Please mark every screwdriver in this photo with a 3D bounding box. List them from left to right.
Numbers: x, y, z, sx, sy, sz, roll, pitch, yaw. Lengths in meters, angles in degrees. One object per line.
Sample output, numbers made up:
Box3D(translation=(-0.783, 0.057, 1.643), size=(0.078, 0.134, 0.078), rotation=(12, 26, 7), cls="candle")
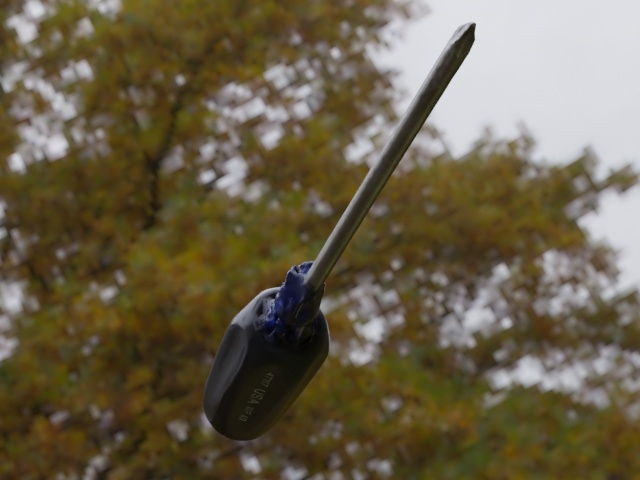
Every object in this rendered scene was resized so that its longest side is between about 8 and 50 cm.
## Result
Box3D(translation=(0.000, 0.000, 0.423), size=(0.024, 0.025, 0.170), rotation=(-42, -14, -32), cls="screwdriver")
